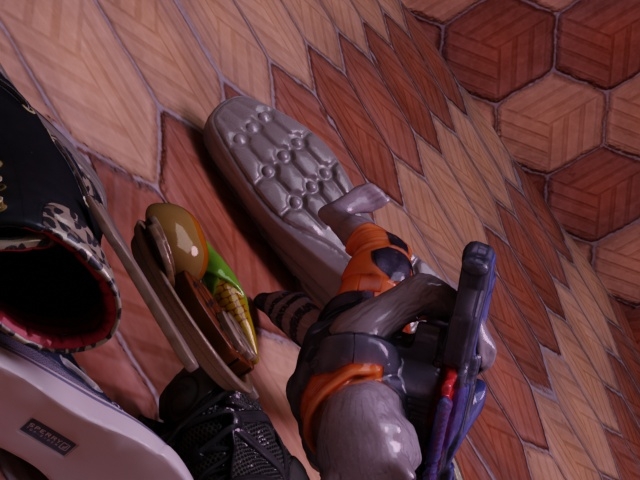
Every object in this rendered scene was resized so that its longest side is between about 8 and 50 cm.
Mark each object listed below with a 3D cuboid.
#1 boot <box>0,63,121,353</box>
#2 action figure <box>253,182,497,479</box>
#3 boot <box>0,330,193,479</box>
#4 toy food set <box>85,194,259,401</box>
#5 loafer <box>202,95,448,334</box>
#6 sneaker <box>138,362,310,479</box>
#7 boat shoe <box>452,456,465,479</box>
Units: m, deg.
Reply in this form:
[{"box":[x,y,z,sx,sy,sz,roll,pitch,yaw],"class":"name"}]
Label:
[{"box":[-0.200,-0.048,0.846,0.236,0.085,0.178,44,7,-26],"class":"boot"},{"box":[0.027,0.137,1.211,0.330,0.178,0.341,-94,-167,-75],"class":"action figure"},{"box":[-0.143,0.094,0.886,0.190,0.069,0.086,45,17,-34],"class":"boot"},{"box":[-0.071,0.031,0.921,0.132,0.038,0.192,57,2,13],"class":"toy food set"},{"box":[0.000,0.000,1.471,0.319,0.111,0.112,49,56,-3],"class":"loafer"},{"box":[-0.071,0.155,0.983,0.130,0.087,0.227,56,13,-7],"class":"sneaker"},{"box":[0.062,0.183,1.403,0.072,0.068,0.190,10,40,-54],"class":"boat shoe"}]
